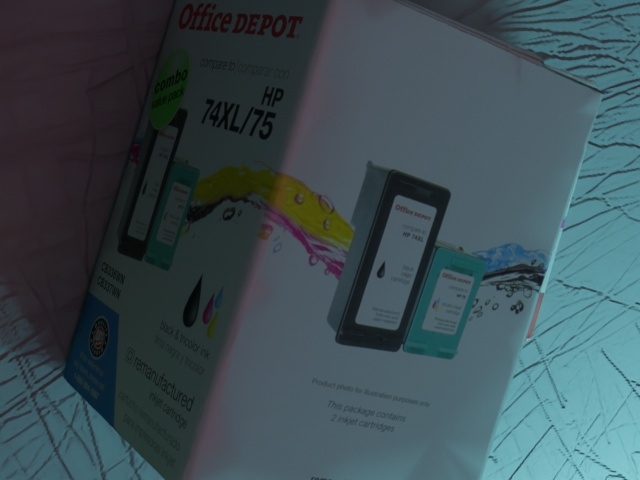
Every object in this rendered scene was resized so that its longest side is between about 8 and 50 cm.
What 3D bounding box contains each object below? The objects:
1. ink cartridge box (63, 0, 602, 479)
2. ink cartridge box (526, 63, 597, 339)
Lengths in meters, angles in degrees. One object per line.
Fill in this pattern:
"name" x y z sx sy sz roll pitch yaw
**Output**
"ink cartridge box" 0.000 0.000 0.656 0.197 0.198 0.270 16 92 -32
"ink cartridge box" 0.120 -0.035 0.798 0.115 0.067 0.198 11 97 -33
